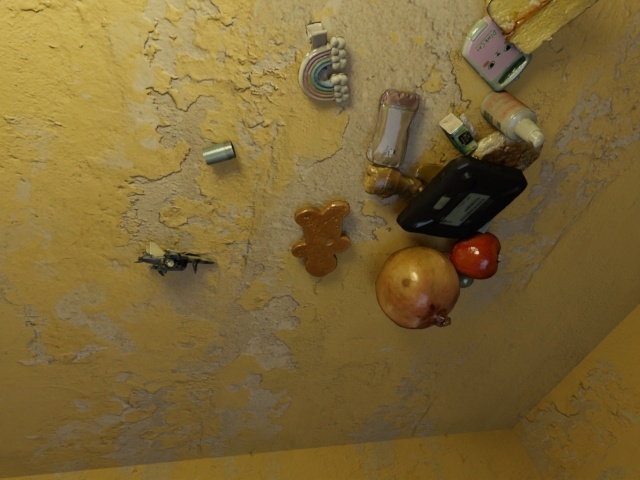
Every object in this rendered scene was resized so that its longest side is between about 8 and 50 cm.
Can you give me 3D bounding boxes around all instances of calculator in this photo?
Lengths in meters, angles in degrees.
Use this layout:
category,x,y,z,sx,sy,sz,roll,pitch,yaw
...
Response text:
category,x,y,z,sx,sy,sz,roll,pitch,yaw
calculator,0.503,-0.532,1.268,0.246,0.045,0.141,28,118,-35

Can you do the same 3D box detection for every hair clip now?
category,x,y,z,sx,sy,sz,roll,pitch,yaw
hair clip,0.004,-0.458,1.179,0.140,0.054,0.220,-18,137,-10

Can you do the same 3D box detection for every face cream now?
category,x,y,z,sx,sy,sz,roll,pitch,yaw
face cream,0.574,-0.350,1.306,0.101,0.252,0.101,-9,131,-10

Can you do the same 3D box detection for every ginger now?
category,x,y,z,sx,sy,sz,roll,pitch,yaw
ginger,0.256,-0.170,1.484,0.294,0.086,0.131,28,95,-40

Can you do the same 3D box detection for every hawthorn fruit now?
category,x,y,z,sx,sy,sz,roll,pitch,yaw
hawthorn fruit,0.580,0.056,1.728,0.225,0.196,0.196,2,136,20

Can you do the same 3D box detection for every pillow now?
category,x,y,z,sx,sy,sz,roll,pitch,yaw
pillow,0.218,-0.333,1.335,0.130,0.038,0.233,6,116,-15

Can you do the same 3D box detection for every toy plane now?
category,x,y,z,sx,sy,sz,roll,pitch,yaw
toy plane,-0.465,0.073,1.463,0.262,0.088,0.192,16,150,-32

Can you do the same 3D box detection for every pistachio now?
category,x,y,z,sx,sy,sz,roll,pitch,yaw
pistachio,0.385,-0.214,1.504,0.173,0.049,0.089,6,105,-20

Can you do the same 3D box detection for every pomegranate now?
category,x,y,z,sx,sy,sz,roll,pitch,yaw
pomegranate,0.372,0.194,1.671,0.338,0.338,0.338,-9,132,-10

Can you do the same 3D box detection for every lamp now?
category,x,y,z,sx,sy,sz,roll,pitch,yaw
lamp,0.631,0.131,1.866,0.163,0.091,0.091,-32,133,-10

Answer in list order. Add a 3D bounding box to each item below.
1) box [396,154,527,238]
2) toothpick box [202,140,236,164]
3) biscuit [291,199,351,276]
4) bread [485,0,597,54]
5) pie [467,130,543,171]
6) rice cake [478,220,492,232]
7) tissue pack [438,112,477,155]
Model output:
category,x,y,z,sx,sy,sz,roll,pitch,yaw
box,0.475,-0.131,1.508,0.350,0.091,0.359,5,142,-32
toothpick box,-0.287,-0.249,1.262,0.083,0.052,0.052,-16,133,-1
biscuit,0.000,0.000,1.573,0.216,0.047,0.340,-10,134,-5
bread,0.558,-0.598,1.138,0.240,0.135,0.178,20,103,-33
pie,0.596,-0.272,1.475,0.274,0.055,0.274,-10,148,-6
rice cake,0.650,-0.131,1.646,0.042,0.080,0.222,28,124,8
tissue pack,0.440,-0.338,1.389,0.079,0.085,0.111,-40,129,15
